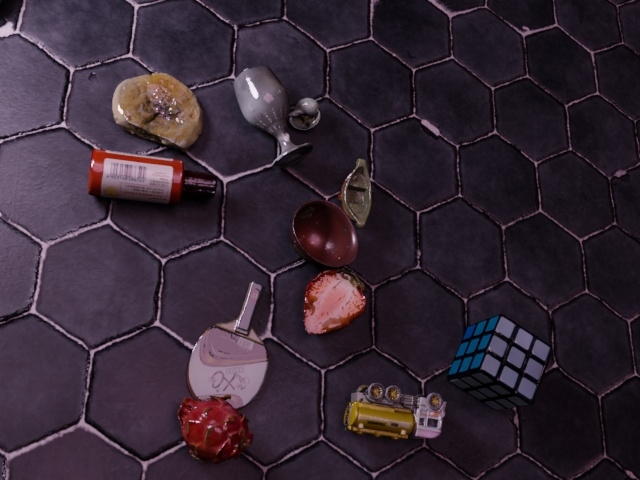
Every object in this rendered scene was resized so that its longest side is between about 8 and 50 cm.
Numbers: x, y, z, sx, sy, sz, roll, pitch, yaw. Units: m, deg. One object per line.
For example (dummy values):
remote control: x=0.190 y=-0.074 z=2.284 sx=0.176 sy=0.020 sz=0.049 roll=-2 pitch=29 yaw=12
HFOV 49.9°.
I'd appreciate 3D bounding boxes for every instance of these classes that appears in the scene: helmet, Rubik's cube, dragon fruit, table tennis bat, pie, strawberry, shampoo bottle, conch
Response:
helmet: x=0.000 y=0.000 z=1.628 sx=0.175 sy=0.106 sz=0.155 roll=36 pitch=59 yaw=-3
Rubik's cube: x=0.428 y=0.294 z=1.647 sx=0.163 sy=0.162 sz=0.161 roll=32 pitch=64 yaw=-5
dragon fruit: x=-0.223 y=0.389 z=1.412 sx=0.166 sy=0.136 sz=0.133 roll=31 pitch=106 yaw=1
table tennis bat: x=-0.187 y=0.234 z=1.532 sx=0.173 sy=0.022 sz=0.301 roll=24 pitch=68 yaw=-11
pie: x=-0.381 y=-0.315 z=1.637 sx=0.218 sy=0.052 sz=0.185 roll=19 pitch=61 yaw=-15
strawberry: x=0.027 y=0.149 z=1.604 sx=0.146 sy=0.082 sz=0.187 roll=39 pitch=70 yaw=3
shampoo bottle: x=-0.373 y=-0.137 z=1.547 sx=0.278 sy=0.104 sz=0.104 roll=6 pitch=70 yaw=-17
conch: x=-0.039 y=-0.322 z=1.756 sx=0.085 sy=0.056 sz=0.076 roll=-23 pitch=98 yaw=5

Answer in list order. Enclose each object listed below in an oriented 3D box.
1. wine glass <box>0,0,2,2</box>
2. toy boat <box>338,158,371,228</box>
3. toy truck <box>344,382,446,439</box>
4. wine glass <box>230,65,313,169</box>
wine glass: x=-0.768 y=-0.583 z=1.565 sx=0.103 sy=0.103 sz=0.231 roll=29 pitch=63 yaw=-8
toy boat: x=0.091 y=-0.109 z=1.718 sx=0.089 sy=0.071 sz=0.185 roll=7 pitch=70 yaw=-17
toy truck: x=0.167 y=0.392 z=1.559 sx=0.226 sy=0.098 sz=0.114 roll=12 pitch=72 yaw=-13
wine glass: x=-0.120 y=-0.303 z=1.684 sx=0.126 sy=0.126 sz=0.241 roll=-26 pitch=83 yaw=-25
